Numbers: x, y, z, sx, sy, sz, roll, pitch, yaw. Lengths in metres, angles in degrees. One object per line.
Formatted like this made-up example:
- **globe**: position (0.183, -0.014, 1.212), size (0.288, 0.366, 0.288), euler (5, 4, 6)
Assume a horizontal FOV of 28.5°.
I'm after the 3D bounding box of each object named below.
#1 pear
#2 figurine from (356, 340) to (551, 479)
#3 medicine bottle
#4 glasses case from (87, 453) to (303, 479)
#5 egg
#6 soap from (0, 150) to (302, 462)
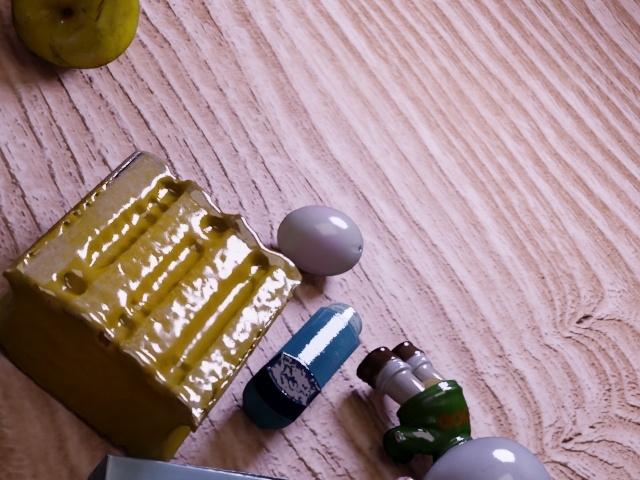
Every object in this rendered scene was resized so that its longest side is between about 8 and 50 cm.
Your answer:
- **pear**: position (-0.356, -0.348, 1.842), size (0.200, 0.200, 0.200), euler (22, 44, -22)
- **figurine**: position (0.189, 0.296, 1.714), size (0.281, 0.167, 0.370), euler (-4, 49, -46)
- **medicine bottle**: position (-0.016, 0.162, 1.699), size (0.079, 0.124, 0.258), euler (43, 38, 3)
- **glasses case**: position (-0.149, 0.326, 1.510), size (0.266, 0.056, 0.105), euler (14, 71, -29)
- **egg**: position (0.000, 0.000, 1.869), size (0.135, 0.103, 0.103), euler (18, 45, -23)
- **soap**: position (-0.216, 0.076, 1.591), size (0.293, 0.156, 0.335), euler (35, 40, -1)
